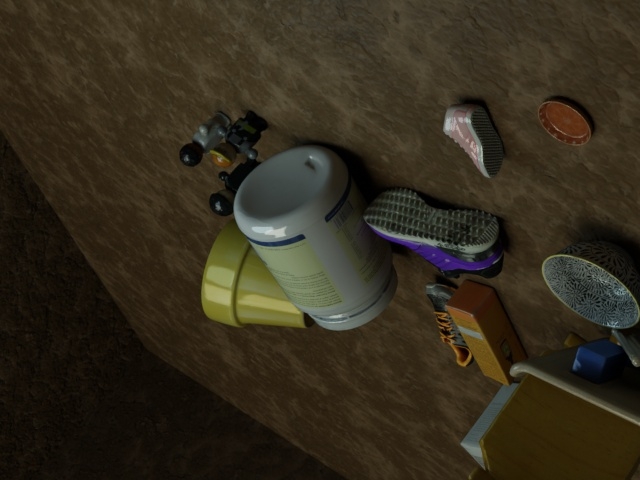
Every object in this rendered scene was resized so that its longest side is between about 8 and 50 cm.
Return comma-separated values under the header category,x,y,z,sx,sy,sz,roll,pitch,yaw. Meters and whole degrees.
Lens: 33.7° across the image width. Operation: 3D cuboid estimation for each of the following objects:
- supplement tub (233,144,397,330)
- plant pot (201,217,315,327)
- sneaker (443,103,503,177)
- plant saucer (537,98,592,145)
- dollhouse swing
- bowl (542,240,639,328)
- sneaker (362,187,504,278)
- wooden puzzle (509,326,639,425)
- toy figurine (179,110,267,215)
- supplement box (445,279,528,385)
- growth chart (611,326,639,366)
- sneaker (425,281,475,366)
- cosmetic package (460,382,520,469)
category,x,y,z,sx,sy,sz,roll,pitch,yaw
supplement tub,0.000,0.000,2.068,0.235,0.235,0.324,18,149,44
plant pot,-0.116,0.096,2.462,0.239,0.254,0.254,16,151,18
sneaker,0.234,-0.158,1.634,0.070,0.051,0.134,19,147,45
plant saucer,0.345,-0.168,1.483,0.083,0.013,0.083,34,158,16
dollhouse swing,0.453,0.425,2.006,0.315,0.347,0.305,37,159,9
bowl,0.443,0.054,1.662,0.170,0.080,0.170,34,158,16
sneaker,0.207,0.004,1.920,0.293,0.102,0.146,20,152,41
wooden puzzle,0.522,0.213,1.659,0.348,0.080,0.322,19,-165,37
toy figurine,-0.174,-0.151,2.175,0.213,0.148,0.209,12,145,51
supplement box,0.333,0.185,2.100,0.080,0.078,0.233,16,148,46
growth chart,0.570,0.187,1.623,0.237,0.021,0.172,15,-166,7
sneaker,0.276,0.171,2.159,0.215,0.083,0.084,52,157,-24
cosmetic package,0.432,0.418,2.243,0.151,0.183,0.151,46,159,-16
